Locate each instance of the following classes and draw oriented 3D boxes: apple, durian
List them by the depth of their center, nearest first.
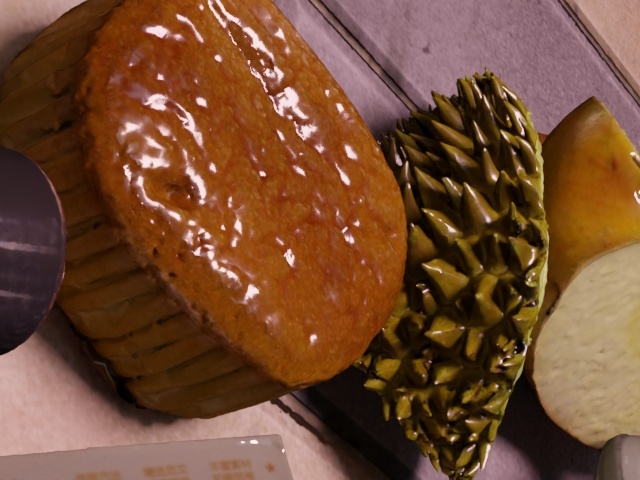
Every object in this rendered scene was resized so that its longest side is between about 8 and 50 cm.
[{"bbox_3d":[0.111,0.001,1.076,0.198,0.163,0.394,55,23,-28],"label":"durian"},{"bbox_3d":[0.252,0.042,1.184,0.346,0.179,0.254,47,63,-44],"label":"apple"}]

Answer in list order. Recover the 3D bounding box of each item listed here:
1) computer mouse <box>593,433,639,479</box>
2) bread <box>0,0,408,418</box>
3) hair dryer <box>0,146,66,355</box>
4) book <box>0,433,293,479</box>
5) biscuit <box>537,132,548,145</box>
[{"bbox_3d":[0.263,0.297,1.176,0.197,0.095,0.331,-86,162,-50],"label":"computer mouse"},{"bbox_3d":[-0.066,-0.031,0.864,0.253,0.142,0.227,59,43,-20],"label":"bread"},{"bbox_3d":[-0.184,0.113,0.622,0.189,0.107,0.352,7,61,-51],"label":"hair dryer"},{"bbox_3d":[-0.077,0.231,0.683,0.208,0.020,0.295,-1,58,-27],"label":"book"},{"bbox_3d":[0.211,0.030,1.319,0.262,0.037,0.262,26,55,-46],"label":"biscuit"}]
